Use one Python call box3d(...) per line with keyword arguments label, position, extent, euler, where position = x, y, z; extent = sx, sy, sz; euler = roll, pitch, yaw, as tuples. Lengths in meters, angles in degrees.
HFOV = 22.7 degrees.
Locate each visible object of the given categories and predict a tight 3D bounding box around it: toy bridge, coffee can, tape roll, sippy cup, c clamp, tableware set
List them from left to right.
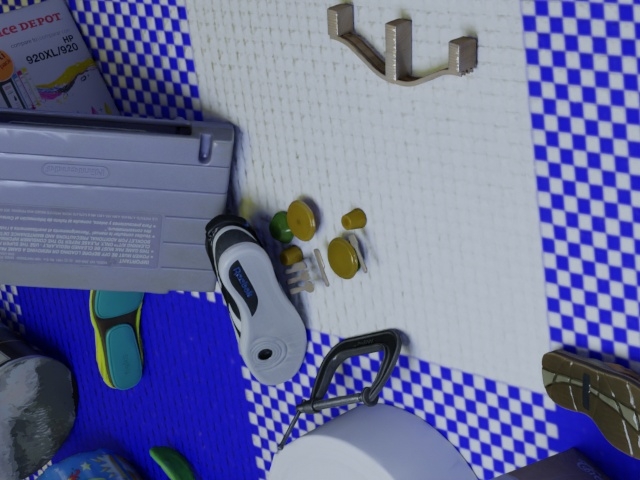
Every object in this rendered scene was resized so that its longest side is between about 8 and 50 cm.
box3d(label="coffee can", position=(-0.515, 0.205, 2.314), extent=(0.275, 0.201, 0.201), euler=(28, 128, 37))
box3d(label="sippy cup", position=(-0.294, 0.415, 2.169), extent=(0.224, 0.305, 0.240), euler=(54, 170, 31))
box3d(label="tableware set", position=(0.000, 0.000, 1.773), extent=(0.154, 0.024, 0.104), euler=(-20, 90, 52))
box3d(label="c clamp", position=(0.028, 0.162, 1.754), extent=(0.022, 0.137, 0.160), euler=(38, 143, -24))
box3d(label="tape roll", position=(0.067, 0.331, 1.798), extent=(0.286, 0.100, 0.286), euler=(25, 127, 39))
box3d(label="toy bridge", position=(0.077, -0.189, 1.587), extent=(0.188, 0.026, 0.063), euler=(22, 125, 41))

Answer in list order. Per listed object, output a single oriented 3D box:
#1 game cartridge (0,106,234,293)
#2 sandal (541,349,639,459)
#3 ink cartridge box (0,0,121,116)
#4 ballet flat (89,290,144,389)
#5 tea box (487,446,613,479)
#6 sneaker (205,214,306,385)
box3d(label="game cartridge", position=(-0.288, -0.045, 1.858), extent=(0.068, 0.355, 0.230), euler=(-97, 14, -50))
box3d(label="sandal", position=(0.279, 0.148, 1.514), extent=(0.180, 0.049, 0.072), euler=(30, 125, 55))
box3d(label="ink cartridge box", position=(-0.375, -0.155, 2.001), extent=(0.168, 0.171, 0.233), euler=(-30, 85, 51))
box3d(label="ballet flat", position=(-0.273, 0.090, 2.091), extent=(0.077, 0.077, 0.231), euler=(46, 141, 48))
box3d(label="tea box", position=(0.235, 0.433, 1.511), extent=(0.329, 0.220, 0.323), euler=(40, 117, 29))
box3d(label="sneaker", position=(-0.077, 0.058, 1.860), extent=(0.121, 0.079, 0.217), euler=(-117, 10, -50))
